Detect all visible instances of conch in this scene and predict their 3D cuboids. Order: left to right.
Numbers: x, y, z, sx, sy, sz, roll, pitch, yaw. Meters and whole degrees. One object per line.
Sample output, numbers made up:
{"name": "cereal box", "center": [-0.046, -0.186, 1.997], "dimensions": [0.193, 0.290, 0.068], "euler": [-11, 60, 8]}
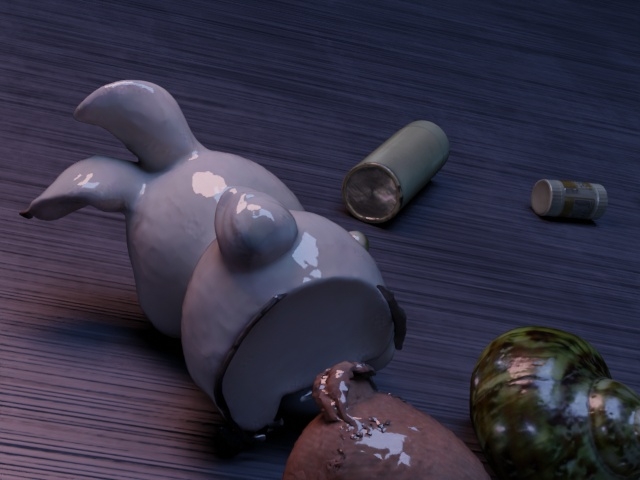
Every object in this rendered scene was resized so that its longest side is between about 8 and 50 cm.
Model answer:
{"name": "conch", "center": [0.202, 0.144, 1.168], "dimensions": [0.187, 0.124, 0.181], "euler": [0, 31, -48]}

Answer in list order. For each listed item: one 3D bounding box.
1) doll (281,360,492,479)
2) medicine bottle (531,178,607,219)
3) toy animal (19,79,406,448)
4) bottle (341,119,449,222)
{"name": "doll", "center": [0.008, 0.232, 0.885], "dimensions": [0.201, 0.156, 0.303], "euler": [52, 40, -19]}
{"name": "medicine bottle", "center": [0.304, -0.050, 1.736], "dimensions": [0.083, 0.047, 0.047], "euler": [3, 27, -25]}
{"name": "toy animal", "center": [-0.081, 0.014, 1.181], "dimensions": [0.247, 0.183, 0.310], "euler": [40, 6, -45]}
{"name": "bottle", "center": [0.091, -0.083, 1.645], "dimensions": [0.072, 0.072, 0.201], "euler": [22, 25, 13]}
